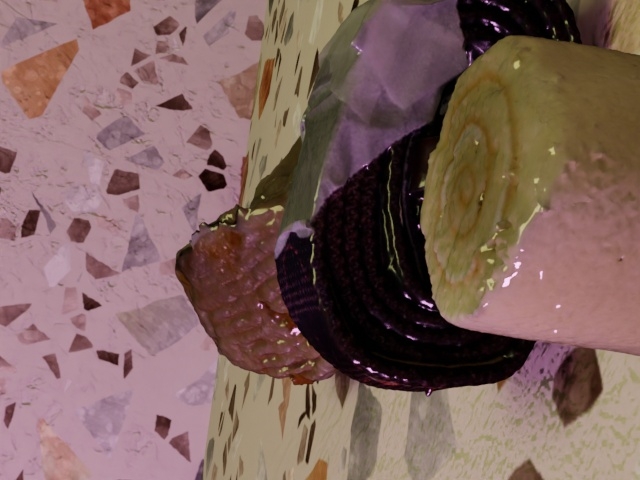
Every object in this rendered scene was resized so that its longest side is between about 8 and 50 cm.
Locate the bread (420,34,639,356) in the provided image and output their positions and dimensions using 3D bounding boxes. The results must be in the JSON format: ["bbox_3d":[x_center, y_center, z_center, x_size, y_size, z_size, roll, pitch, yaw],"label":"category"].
[{"bbox_3d":[0.132,-0.020,0.498,0.148,0.141,0.134,-106,26,-63],"label":"bread"}]

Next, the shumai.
[{"bbox_3d":[0.002,-0.001,1.209,0.283,0.217,0.346,-48,1,-42],"label":"shumai"}]

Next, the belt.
[{"bbox_3d":[0.073,-0.042,0.719,0.164,0.184,0.289,140,144,-80],"label":"belt"}]
